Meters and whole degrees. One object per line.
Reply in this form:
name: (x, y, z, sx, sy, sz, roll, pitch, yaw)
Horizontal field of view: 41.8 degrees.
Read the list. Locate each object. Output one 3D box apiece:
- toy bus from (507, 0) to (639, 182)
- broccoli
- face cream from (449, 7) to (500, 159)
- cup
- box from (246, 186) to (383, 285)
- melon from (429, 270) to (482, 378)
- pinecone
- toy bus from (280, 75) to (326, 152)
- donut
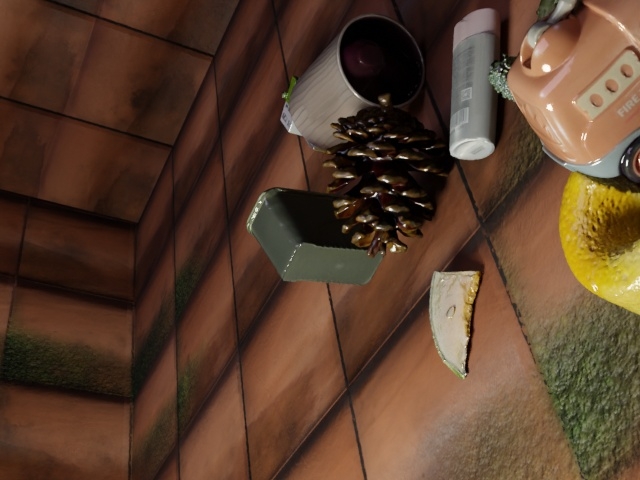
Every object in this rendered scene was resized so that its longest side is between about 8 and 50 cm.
toy bus: (0.368, -0.231, 1.047, 0.287, 0.232, 0.194, -49, 28, 13)
broccoli: (0.351, -0.312, 1.351, 0.122, 0.118, 0.204, 82, -149, -71)
face cream: (0.277, -0.283, 1.505, 0.107, 0.073, 0.269, -26, 54, 54)
cup: (0.076, -0.363, 1.832, 0.273, 0.208, 0.288, -35, 47, 58)
box: (0.000, 0.000, 1.749, 0.138, 0.274, 0.178, -62, 40, 30)
melon: (0.225, 0.141, 1.428, 0.098, 0.054, 0.182, -1, 75, 50)
pinecone: (0.122, -0.120, 1.580, 0.244, 0.244, 0.309, -156, 70, -66)
toy bus: (-0.010, -0.312, 2.119, 0.301, 0.113, 0.139, -121, 47, -57)
donut: (0.391, 0.014, 1.072, 0.259, 0.101, 0.152, 51, 129, 57)
